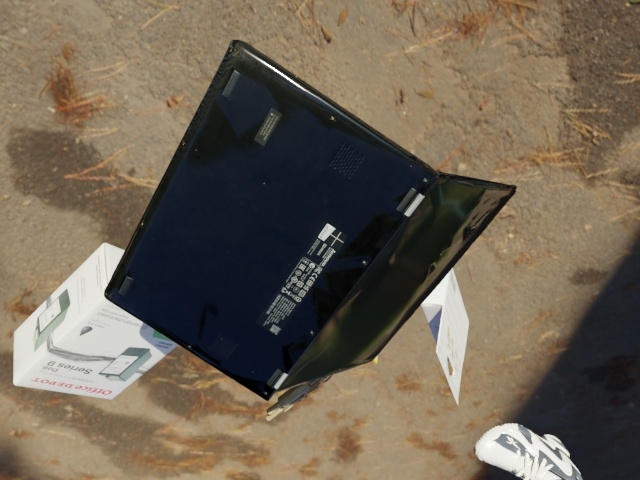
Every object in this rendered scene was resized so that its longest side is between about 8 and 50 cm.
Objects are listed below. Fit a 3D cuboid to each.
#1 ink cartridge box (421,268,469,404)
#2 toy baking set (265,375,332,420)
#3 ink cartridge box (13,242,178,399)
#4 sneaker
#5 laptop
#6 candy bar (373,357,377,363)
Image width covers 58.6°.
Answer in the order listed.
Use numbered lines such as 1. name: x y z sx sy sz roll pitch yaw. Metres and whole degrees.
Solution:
1. ink cartridge box: 0.292 0.221 1.352 0.060 0.239 0.275 0 142 26
2. toy baking set: -0.031 0.370 1.453 0.256 0.030 0.196 -39 164 8
3. ink cartridge box: -0.394 0.164 1.059 0.289 0.122 0.211 -40 139 20
4. sneaker: 0.425 0.453 1.119 0.234 0.153 0.094 23 106 -26
5. laptop: 0.000 0.000 0.779 0.407 0.236 0.382 33 114 -4
6. candy bar: 0.099 0.281 1.542 0.161 0.040 0.018 39 113 -18
